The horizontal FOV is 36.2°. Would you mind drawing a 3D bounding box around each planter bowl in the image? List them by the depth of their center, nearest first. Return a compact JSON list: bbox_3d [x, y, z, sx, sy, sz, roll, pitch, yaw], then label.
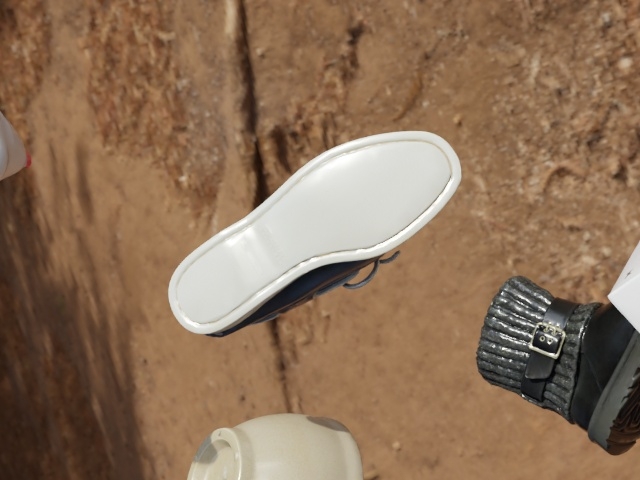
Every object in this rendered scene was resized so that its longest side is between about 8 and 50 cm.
[{"bbox_3d":[-0.053,0.226,0.874,0.162,0.109,0.162,-38,41,43],"label":"planter bowl"}]

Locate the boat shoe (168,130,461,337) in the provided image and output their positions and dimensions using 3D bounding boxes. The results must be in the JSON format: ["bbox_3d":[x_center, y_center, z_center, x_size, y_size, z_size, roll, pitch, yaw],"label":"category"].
[{"bbox_3d":[0.000,0.000,0.780,0.095,0.254,0.079,57,-169,14],"label":"boat shoe"}]

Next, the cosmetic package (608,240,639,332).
[{"bbox_3d":[0.475,-0.071,0.938,0.097,0.284,0.377,46,127,1],"label":"cosmetic package"}]

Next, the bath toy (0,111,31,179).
[{"bbox_3d":[-0.419,0.005,1.032,0.151,0.348,0.129,36,-168,18],"label":"bath toy"}]

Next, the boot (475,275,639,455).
[{"bbox_3d":[0.382,0.098,1.381,0.260,0.131,0.348,35,99,45],"label":"boot"}]
